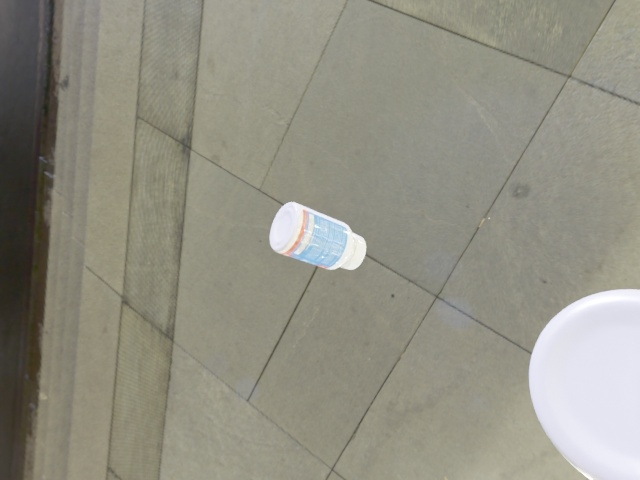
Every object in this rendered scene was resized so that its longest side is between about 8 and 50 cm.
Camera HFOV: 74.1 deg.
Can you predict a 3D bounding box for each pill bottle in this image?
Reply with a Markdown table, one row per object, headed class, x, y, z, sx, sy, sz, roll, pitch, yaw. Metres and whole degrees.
| class | x | y | z | sx | sy | sz | roll | pitch | yaw |
| --- | --- | --- | --- | --- | --- | --- | --- | --- | --- |
| pill bottle | 0.000 | 0.000 | 1.023 | 0.124 | 0.221 | 0.125 | -33 | 46 | 44 |
| pill bottle | 0.319 | 0.146 | 0.390 | 0.153 | 0.264 | 0.153 | -24 | 56 | 40 |
